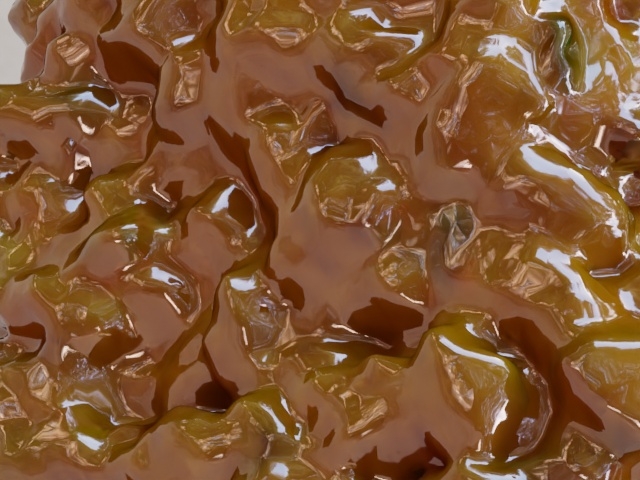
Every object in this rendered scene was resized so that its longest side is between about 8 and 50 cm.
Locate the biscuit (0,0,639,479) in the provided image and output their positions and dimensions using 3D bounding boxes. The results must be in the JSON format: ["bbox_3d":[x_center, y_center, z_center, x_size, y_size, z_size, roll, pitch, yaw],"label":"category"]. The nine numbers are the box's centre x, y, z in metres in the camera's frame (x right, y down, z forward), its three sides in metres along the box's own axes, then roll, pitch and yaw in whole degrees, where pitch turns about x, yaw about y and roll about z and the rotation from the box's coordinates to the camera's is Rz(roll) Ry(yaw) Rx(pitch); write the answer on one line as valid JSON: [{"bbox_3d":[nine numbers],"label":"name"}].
[{"bbox_3d":[0.000,0.000,0.723,0.110,0.318,0.312,29,53,-55],"label":"biscuit"}]
